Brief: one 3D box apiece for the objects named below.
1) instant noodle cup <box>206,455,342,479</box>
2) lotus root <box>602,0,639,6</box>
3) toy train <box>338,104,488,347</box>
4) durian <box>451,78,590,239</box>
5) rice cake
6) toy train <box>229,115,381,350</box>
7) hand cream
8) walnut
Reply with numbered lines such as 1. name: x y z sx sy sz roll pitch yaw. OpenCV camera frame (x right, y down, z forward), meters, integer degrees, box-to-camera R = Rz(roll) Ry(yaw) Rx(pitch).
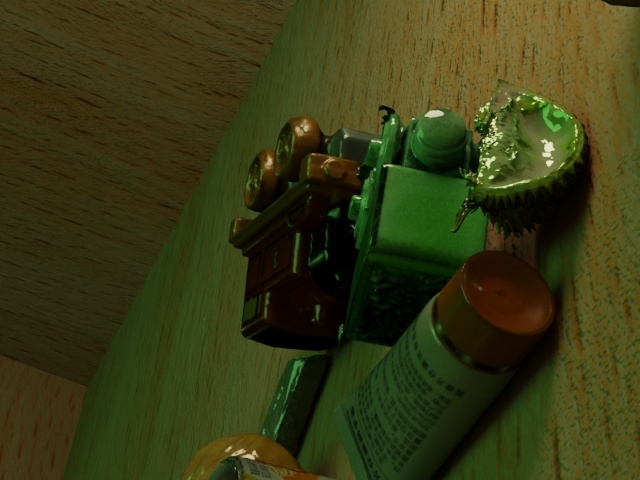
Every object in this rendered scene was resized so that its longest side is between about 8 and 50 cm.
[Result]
1. instant noodle cup: -0.014 0.301 1.124 0.264 0.200 0.264 -160 90 -76
2. lotus root: 0.251 -0.271 1.105 0.284 0.146 0.160 -96 13 -58
3. toy train: 0.090 -0.004 1.295 0.243 0.132 0.188 102 179 -61
4. durian: 0.166 -0.061 1.196 0.086 0.100 0.215 -61 5 41
5. rice cake: -0.057 0.258 1.697 0.055 0.049 0.270 15 83 55
6. toy train: 0.000 0.000 1.651 0.369 0.163 0.232 145 131 -67
7. hand cream: 0.090 0.138 1.215 0.314 0.089 0.140 -53 47 46
8. walnut: -0.089 0.310 1.520 0.159 0.159 0.207 134 155 -58
